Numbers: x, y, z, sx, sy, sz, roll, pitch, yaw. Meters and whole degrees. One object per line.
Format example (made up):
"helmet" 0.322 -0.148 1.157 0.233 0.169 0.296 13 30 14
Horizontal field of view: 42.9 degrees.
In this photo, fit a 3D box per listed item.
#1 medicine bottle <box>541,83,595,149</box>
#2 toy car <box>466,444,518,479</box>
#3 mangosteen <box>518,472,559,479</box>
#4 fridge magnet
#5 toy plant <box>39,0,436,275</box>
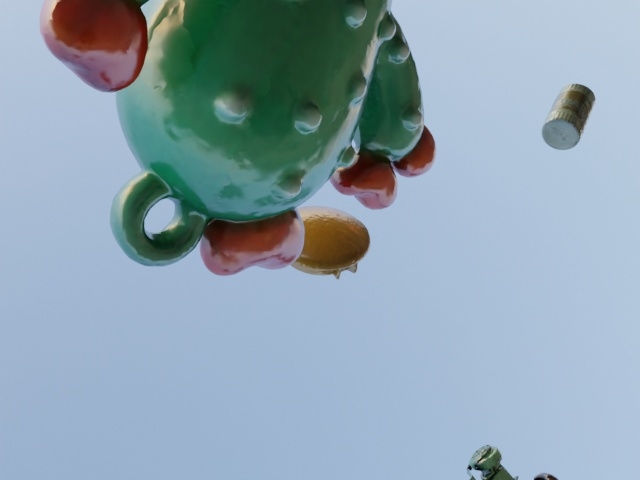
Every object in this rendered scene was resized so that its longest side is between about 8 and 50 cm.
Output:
"medicine bottle" 0.299 -0.150 0.980 0.047 0.047 0.083 42 -131 -8
"toy car" 0.144 0.264 0.774 0.073 0.054 0.143 48 -131 2
"mangosteen" 0.309 0.428 1.158 0.194 0.230 0.194 57 -164 -26
"fridge magnet" 0.000 0.000 1.153 0.143 0.063 0.143 3 -145 -2
"toy plant" 0.002 -0.166 0.412 0.185 0.279 0.400 31 -85 13
